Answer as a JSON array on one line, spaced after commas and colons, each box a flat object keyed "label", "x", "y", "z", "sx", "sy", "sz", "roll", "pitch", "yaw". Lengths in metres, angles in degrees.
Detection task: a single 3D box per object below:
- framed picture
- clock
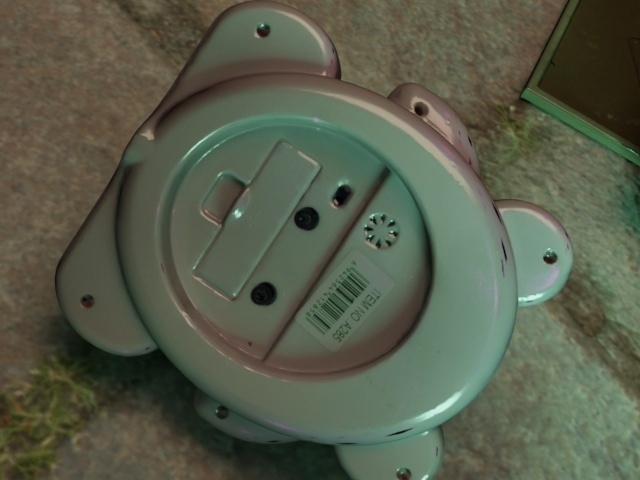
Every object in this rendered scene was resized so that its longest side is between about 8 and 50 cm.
[{"label": "framed picture", "x": 0.350, "y": -0.190, "z": 1.540, "sx": 0.211, "sy": 0.020, "sz": 0.289, "roll": 30, "pitch": 48, "yaw": 0}, {"label": "clock", "x": -0.002, "y": 0.012, "z": 1.055, "sx": 0.322, "sy": 0.295, "sz": 0.113, "roll": 33, "pitch": 3, "yaw": 4}]
